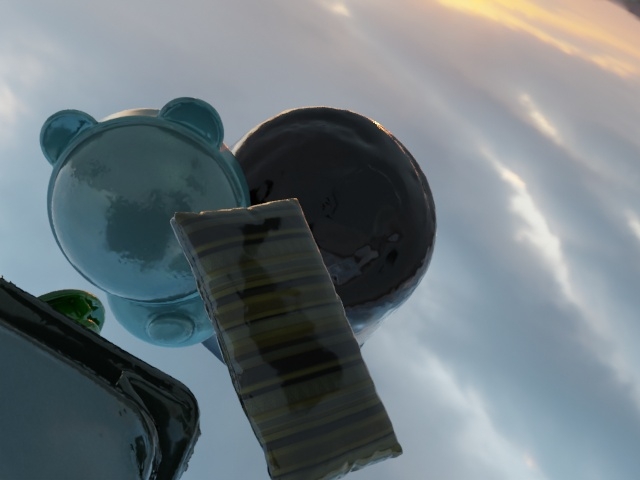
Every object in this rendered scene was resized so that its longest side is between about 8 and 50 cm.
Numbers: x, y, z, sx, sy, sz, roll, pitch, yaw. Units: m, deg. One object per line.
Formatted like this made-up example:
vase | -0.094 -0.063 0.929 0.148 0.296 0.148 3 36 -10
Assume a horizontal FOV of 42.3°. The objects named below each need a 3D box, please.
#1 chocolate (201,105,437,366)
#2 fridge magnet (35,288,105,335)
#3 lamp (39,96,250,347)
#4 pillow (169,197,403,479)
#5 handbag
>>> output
chocolate | 0.000 0.000 1.142 0.384 0.383 0.331 20 166 -20
fridge magnet | -0.438 0.161 1.327 0.208 0.208 0.088 -2 -136 -50
lamp | -0.175 -0.010 0.883 0.209 0.284 0.147 -3 -138 7
pillow | -0.022 0.067 0.565 0.113 0.038 0.203 -10 -108 -40
handbag | -0.238 0.169 0.624 0.260 0.247 0.079 27 -164 16
